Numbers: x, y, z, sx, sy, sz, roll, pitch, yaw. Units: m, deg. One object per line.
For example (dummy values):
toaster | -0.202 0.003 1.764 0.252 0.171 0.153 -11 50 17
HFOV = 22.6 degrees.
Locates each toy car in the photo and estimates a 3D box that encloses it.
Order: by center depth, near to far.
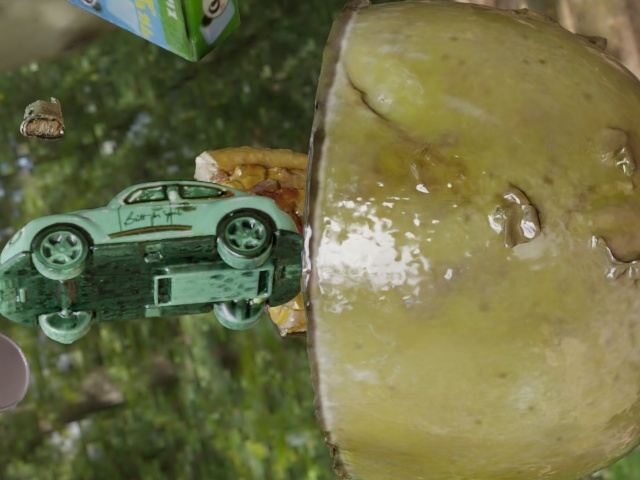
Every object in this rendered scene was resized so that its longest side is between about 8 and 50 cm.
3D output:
toy car | -0.167 0.011 1.571 0.136 0.306 0.125 98 166 -55

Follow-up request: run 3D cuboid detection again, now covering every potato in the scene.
potato | 0.172 0.015 1.344 0.442 0.319 0.385 81 -162 -54

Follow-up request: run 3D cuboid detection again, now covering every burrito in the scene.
burrito | -0.360 -0.158 2.086 0.149 0.055 0.041 -116 28 -73

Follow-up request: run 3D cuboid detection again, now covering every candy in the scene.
candy | -0.158 -0.222 1.254 0.194 0.062 0.097 29 146 27

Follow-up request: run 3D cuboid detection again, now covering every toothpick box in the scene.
toothpick box | -0.412 0.170 1.843 0.098 0.149 0.098 18 -121 -33

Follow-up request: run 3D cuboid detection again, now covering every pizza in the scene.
pizza | 0.000 0.000 2.082 0.278 0.409 0.114 -49 -21 -35
